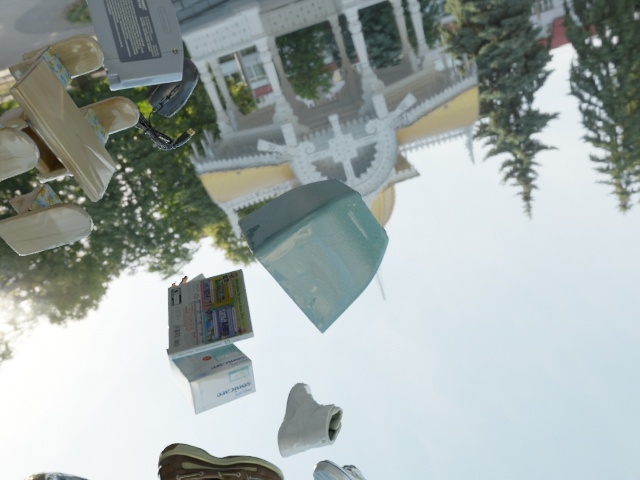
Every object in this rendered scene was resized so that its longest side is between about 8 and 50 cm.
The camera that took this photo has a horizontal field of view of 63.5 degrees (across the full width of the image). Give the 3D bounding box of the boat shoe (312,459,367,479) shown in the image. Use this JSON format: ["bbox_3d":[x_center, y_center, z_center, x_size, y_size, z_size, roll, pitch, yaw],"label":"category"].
[{"bbox_3d":[0.059,0.543,1.160,0.083,0.226,0.075,-13,-145,32],"label":"boat shoe"}]

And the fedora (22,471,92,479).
[{"bbox_3d":[-0.366,0.510,0.831,0.334,0.334,0.152,7,-123,46],"label":"fedora"}]

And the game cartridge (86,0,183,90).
[{"bbox_3d":[-0.446,-0.515,1.261,0.198,0.297,0.062,-14,170,-22],"label":"game cartridge"}]

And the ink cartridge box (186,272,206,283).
[{"bbox_3d":[-0.469,0.180,1.901,0.122,0.052,0.088,-35,168,-16],"label":"ink cartridge box"}]

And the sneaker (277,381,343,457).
[{"bbox_3d":[-0.011,0.493,1.468,0.169,0.108,0.292,-16,-164,11],"label":"sneaker"}]

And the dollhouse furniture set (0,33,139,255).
[{"bbox_3d":[-0.419,-0.254,0.815,0.257,0.394,0.362,-15,-140,9],"label":"dollhouse furniture set"}]

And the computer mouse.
[{"bbox_3d":[-0.403,-0.382,1.459,0.060,0.184,0.262,10,-123,53],"label":"computer mouse"}]

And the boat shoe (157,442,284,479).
[{"bbox_3d":[-0.184,0.466,0.977,0.258,0.095,0.095,20,-159,-21],"label":"boat shoe"}]

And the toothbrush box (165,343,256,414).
[{"bbox_3d":[-0.383,0.447,1.784,0.217,0.126,0.296,-14,-162,-28],"label":"toothbrush box"}]

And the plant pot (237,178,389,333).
[{"bbox_3d":[0.000,0.000,1.162,0.252,0.247,0.248,-39,-156,-2],"label":"plant pot"}]

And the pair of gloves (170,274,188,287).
[{"bbox_3d":[-0.478,0.154,1.736,0.010,0.074,0.083,40,-141,12],"label":"pair of gloves"}]

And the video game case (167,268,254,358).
[{"bbox_3d":[-0.266,0.169,1.232,0.194,0.023,0.212,-15,-137,-4],"label":"video game case"}]
